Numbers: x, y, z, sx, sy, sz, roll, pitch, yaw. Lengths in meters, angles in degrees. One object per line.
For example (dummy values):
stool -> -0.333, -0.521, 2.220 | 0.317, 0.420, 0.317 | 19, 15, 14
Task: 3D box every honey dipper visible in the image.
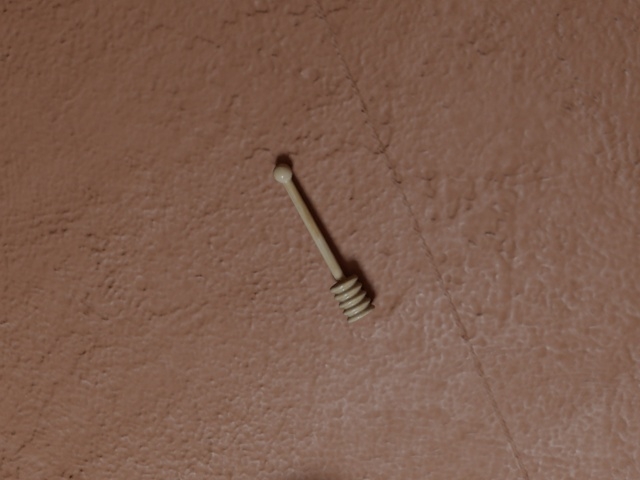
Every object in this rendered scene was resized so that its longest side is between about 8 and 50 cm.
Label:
honey dipper -> 0.000, 0.000, 1.307 | 0.030, 0.030, 0.161 | -28, 93, 17
